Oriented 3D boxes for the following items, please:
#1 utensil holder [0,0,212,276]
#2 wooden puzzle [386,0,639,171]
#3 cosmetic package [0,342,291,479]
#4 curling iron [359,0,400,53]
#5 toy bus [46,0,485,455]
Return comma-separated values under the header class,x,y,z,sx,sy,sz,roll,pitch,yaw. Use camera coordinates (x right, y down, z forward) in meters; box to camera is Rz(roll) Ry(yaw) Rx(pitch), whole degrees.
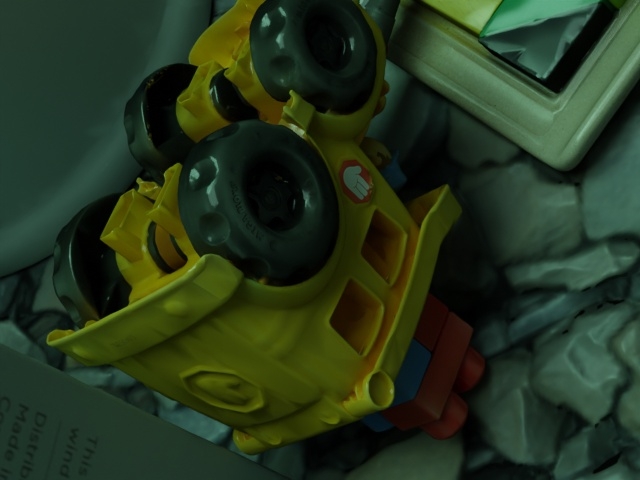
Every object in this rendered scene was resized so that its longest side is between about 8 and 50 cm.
class,x,y,z,sx,sy,sz,roll,pitch,yaw
utensil holder,-0.304,-0.189,1.136,0.327,0.385,0.327,-14,63,29
wooden puzzle,0.115,-0.180,1.069,0.239,0.044,0.221,37,93,39
cosmetic package,-0.288,0.213,0.989,0.394,0.327,0.329,2,72,35
curling iron,0.012,-0.115,1.074,0.068,0.035,0.274,31,105,36
toy bus,0.000,0.000,0.987,0.149,0.211,0.220,-27,34,49
